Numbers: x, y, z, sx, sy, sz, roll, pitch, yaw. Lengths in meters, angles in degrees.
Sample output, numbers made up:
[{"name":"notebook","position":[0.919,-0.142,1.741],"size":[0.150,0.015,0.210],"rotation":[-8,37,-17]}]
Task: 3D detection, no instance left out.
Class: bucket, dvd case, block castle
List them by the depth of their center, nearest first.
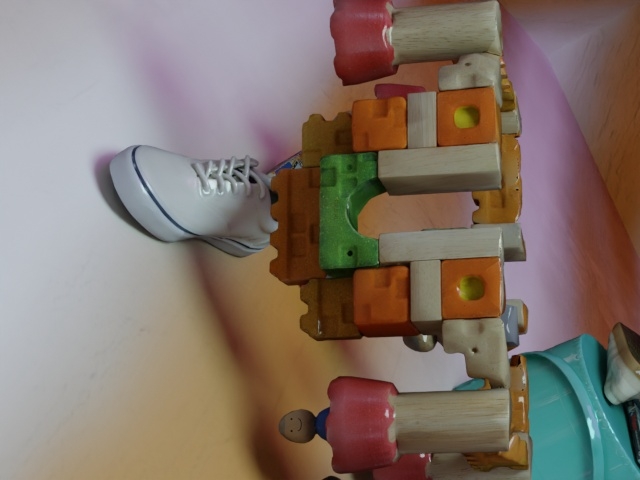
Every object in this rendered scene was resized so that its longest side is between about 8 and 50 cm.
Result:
[{"name":"block castle","position":[0.084,0.014,1.343],"size":[0.303,0.213,0.453],"rotation":[53,36,-69]},{"name":"dvd case","position":[0.403,0.258,1.682],"size":[0.087,0.013,0.119],"rotation":[52,19,-19]},{"name":"bucket","position":[0.308,0.262,1.742],"size":[0.281,0.183,0.281],"rotation":[49,21,-26]}]

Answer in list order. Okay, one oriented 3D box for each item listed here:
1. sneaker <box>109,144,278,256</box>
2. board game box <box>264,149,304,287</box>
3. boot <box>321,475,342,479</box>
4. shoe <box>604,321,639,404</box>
[{"name":"sneaker","position":[-0.100,-0.050,1.311],"size":[0.258,0.091,0.094],"rotation":[16,47,-63]},{"name":"board game box","position":[0.000,0.000,1.558],"size":[0.193,0.045,0.147],"rotation":[59,19,-4]},{"name":"boot","position":[0.050,0.330,1.151],"size":[0.248,0.090,0.207],"rotation":[55,22,-4]},{"name":"shoe","position":[0.383,0.154,1.736],"size":[0.076,0.058,0.219],"rotation":[40,15,5]}]
